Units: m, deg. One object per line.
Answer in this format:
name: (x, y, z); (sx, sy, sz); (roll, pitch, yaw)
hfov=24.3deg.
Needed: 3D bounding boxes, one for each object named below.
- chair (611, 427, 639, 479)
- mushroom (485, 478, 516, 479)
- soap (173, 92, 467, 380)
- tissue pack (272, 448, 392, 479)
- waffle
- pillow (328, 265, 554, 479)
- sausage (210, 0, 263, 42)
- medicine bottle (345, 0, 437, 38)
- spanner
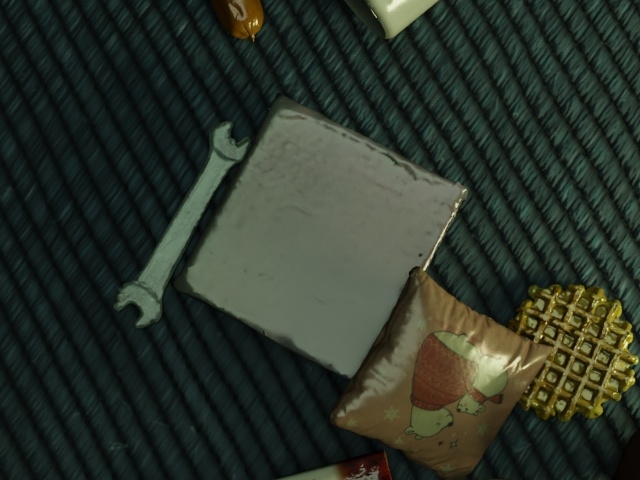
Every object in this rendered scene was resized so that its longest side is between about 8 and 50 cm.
chair: (0.482, 0.396, 1.802); (0.227, 0.226, 0.401); (-9, 84, 0)
mushroom: (0.226, 0.365, 1.867); (0.148, 0.148, 0.112); (0, 44, 1)
soap: (0.000, 0.000, 1.915); (0.285, 0.107, 0.296); (29, 84, 3)
tissue pack: (0.023, 0.333, 1.880); (0.149, 0.099, 0.106); (-15, 83, 0)
waffle: (0.322, 0.145, 1.928); (0.191, 0.038, 0.191); (0, 83, 0)
pillow: (0.150, 0.176, 1.853); (0.236, 0.084, 0.223); (29, 90, -25)
sausage: (-0.126, -0.347, 1.983); (0.062, 0.054, 0.183); (-19, 80, -31)
medicine bottle: (0.142, -0.392, 1.938); (0.258, 0.143, 0.143); (-39, 84, -2)
spanner: (-0.179, -0.021, 1.965); (0.071, 0.017, 0.302); (30, 85, 4)
